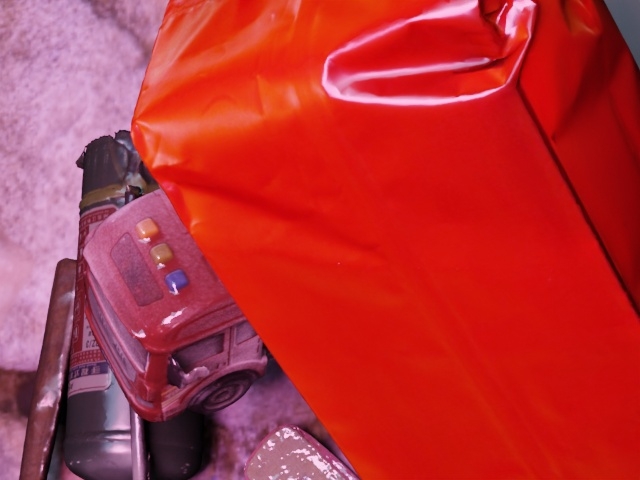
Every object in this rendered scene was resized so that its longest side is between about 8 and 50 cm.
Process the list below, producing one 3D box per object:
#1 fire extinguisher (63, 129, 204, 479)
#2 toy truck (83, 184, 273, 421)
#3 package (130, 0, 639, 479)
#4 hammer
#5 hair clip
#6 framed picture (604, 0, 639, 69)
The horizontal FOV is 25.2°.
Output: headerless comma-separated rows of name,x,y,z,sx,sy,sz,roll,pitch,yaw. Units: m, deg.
fire extinguisher,-0.119,0.079,0.920,0.093,0.118,0.294,6,73,-16
toy truck,0.000,0.000,0.833,0.270,0.135,0.114,-22,61,-20
package,0.091,0.033,0.674,0.196,0.423,0.123,-14,29,36
hammer,-0.185,0.147,0.943,0.125,0.027,0.297,-32,47,58
hair clip,0.009,0.171,0.877,0.137,0.022,0.054,42,95,28
framed picture,0.113,-0.154,0.827,0.265,0.016,0.347,1,42,23
